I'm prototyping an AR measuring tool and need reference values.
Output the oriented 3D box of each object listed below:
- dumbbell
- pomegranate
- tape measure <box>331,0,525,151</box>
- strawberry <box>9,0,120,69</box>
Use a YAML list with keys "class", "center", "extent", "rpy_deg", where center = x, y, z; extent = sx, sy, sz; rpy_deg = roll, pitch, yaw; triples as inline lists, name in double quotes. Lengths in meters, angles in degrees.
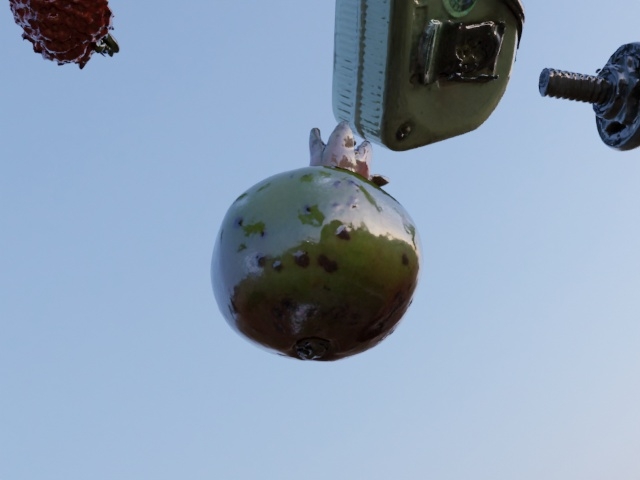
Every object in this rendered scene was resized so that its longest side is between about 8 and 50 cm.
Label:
- class: "dumbbell"
  center: [0.280, -0.099, 0.723]
  extent: [0.253, 0.082, 0.082]
  rpy_deg: [7, -37, -14]
- class: "pomegranate"
  center: [-0.005, 0.005, 0.603]
  extent: [0.129, 0.159, 0.129]
  rpy_deg: [-2, -60, -3]
- class: "tape measure"
  center: [0.115, -0.215, 0.934]
  extent: [0.207, 0.115, 0.235]
  rpy_deg: [-17, -57, -33]
- class: "strawberry"
  center: [-0.357, -0.324, 1.244]
  extent: [0.106, 0.188, 0.286]
  rpy_deg: [-42, -35, -18]
